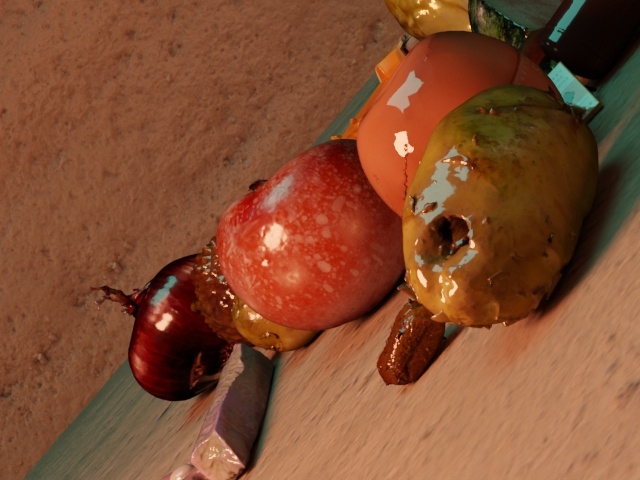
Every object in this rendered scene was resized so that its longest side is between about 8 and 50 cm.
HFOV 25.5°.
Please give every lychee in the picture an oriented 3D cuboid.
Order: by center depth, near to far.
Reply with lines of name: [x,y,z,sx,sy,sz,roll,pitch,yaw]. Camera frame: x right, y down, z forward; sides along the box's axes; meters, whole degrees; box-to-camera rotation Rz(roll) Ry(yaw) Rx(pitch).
lychee: [-0.111,0.073,2.206,0.238,0.200,0.200,-21,22,29]

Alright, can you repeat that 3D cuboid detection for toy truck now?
toy truck: [0.142,-0.262,2.578,0.270,0.135,0.114,-54,9,-27]

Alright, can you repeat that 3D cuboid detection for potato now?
potato: [0.170,-0.041,1.346,0.140,0.173,0.300,-50,8,49]
potato: [-0.042,0.089,2.050,0.176,0.137,0.137,-26,14,11]

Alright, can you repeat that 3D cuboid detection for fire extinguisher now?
fire extinguisher: [0.367,-0.297,1.695,0.341,0.105,0.141,-56,28,5]

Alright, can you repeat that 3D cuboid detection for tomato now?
tomato: [0.000,0.000,1.855,0.270,0.227,0.270,-32,0,0]

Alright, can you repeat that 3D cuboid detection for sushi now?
sushi: [0.095,0.101,1.475,0.118,0.061,0.060,-50,20,9]

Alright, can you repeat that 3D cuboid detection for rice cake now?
rice cake: [-0.120,0.236,1.977,0.064,0.070,0.399,-50,7,14]

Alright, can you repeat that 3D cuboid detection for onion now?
onion: [-0.252,0.135,2.453,0.273,0.285,0.273,23,-90,-81]

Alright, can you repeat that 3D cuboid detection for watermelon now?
watermelon: [0.285,-0.244,1.846,0.202,0.207,0.136,2,52,27]

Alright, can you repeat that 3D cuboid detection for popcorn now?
popcorn: [0.236,-0.346,2.046,0.237,0.293,0.293,-42,10,14]

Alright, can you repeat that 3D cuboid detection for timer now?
timer: [0.161,-0.113,1.579,0.229,0.215,0.229,-54,4,5]

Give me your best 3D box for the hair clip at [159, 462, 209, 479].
hair clip: [-0.226,0.376,1.935,0.257,0.075,0.146,-46,3,-6]

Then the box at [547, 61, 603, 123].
box: [0.288,-0.167,1.646,0.046,0.012,0.083,-47,50,15]
